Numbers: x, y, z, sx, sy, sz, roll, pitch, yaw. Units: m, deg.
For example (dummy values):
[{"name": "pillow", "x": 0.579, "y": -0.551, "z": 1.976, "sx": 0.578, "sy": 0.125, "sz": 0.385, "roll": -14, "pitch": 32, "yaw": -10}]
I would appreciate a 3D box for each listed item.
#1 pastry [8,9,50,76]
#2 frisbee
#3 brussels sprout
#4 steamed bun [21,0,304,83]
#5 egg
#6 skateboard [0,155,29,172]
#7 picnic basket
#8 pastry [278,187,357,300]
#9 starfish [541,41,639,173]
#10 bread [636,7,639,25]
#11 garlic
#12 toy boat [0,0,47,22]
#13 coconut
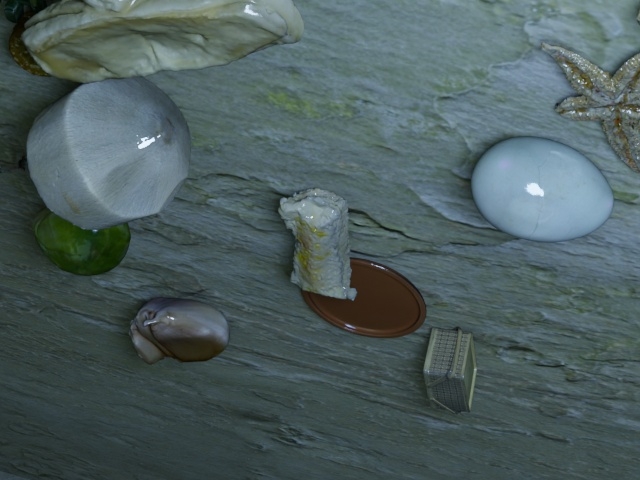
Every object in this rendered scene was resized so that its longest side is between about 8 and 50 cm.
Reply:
[{"name": "pastry", "x": -0.441, "y": -0.309, "z": 1.549, "sx": 0.097, "sy": 0.057, "sz": 0.109, "roll": 9, "pitch": 144, "yaw": 11}, {"name": "frisbee", "x": 0.083, "y": 0.111, "z": 1.896, "sx": 0.251, "sy": 0.021, "sz": 0.250, "roll": 13, "pitch": 144, "yaw": 10}, {"name": "brussels sprout", "x": -0.455, "y": -0.010, "z": 1.877, "sx": 0.181, "sy": 0.143, "sz": 0.161, "roll": -3, "pitch": 142, "yaw": 31}, {"name": "steamed bun", "x": -0.251, "y": -0.351, "z": 1.335, "sx": 0.428, "sy": 0.189, "sz": 0.247, "roll": -5, "pitch": 167, "yaw": 31}, {"name": "egg", "x": 0.323, "y": -0.072, "z": 1.430, "sx": 0.209, "sy": 0.151, "sz": 0.151, "roll": 13, "pitch": 144, "yaw": 2}, {"name": "skateboard", "x": -0.577, "y": -0.128, "z": 1.879, "sx": 0.083, "sy": 0.032, "sz": 0.064, "roll": -8, "pitch": 146, "yaw": 29}, {"name": "picnic basket", "x": 0.256, "y": 0.255, "z": 1.923, "sx": 0.080, "sy": 0.115, "sz": 0.164, "roll": 4, "pitch": 142, "yaw": 17}, {"name": "pastry", "x": -0.006, "y": 0.001, "z": 1.722, "sx": 0.122, "sy": 0.089, "sz": 0.258, "roll": 1, "pitch": 135, "yaw": 10}, {"name": "starfish", "x": 0.428, "y": -0.184, "z": 1.322, "sx": 0.231, "sy": 0.048, "sz": 0.295, "roll": -13, "pitch": 135, "yaw": 36}, {"name": "bread", "x": 0.431, "y": -0.282, "z": 1.173, "sx": 0.070, "sy": 0.076, "sz": 0.083, "roll": 36, "pitch": 143, "yaw": -4}, {"name": "garlic", "x": -0.304, "y": 0.183, "z": 2.102, "sx": 0.217, "sy": 0.110, "sz": 0.228, "roll": 0, "pitch": 153, "yaw": 6}, {"name": "toy boat", "x": -0.459, "y": -0.409, "z": 1.430, "sx": 0.104, "sy": 0.052, "sz": 0.210, "roll": 17, "pitch": 145, "yaw": 8}, {"name": "coconut", "x": -0.327, "y": -0.143, "z": 1.567, "sx": 0.266, "sy": 0.237, "sz": 0.237, "roll": -20, "pitch": 129, "yaw": 40}]
